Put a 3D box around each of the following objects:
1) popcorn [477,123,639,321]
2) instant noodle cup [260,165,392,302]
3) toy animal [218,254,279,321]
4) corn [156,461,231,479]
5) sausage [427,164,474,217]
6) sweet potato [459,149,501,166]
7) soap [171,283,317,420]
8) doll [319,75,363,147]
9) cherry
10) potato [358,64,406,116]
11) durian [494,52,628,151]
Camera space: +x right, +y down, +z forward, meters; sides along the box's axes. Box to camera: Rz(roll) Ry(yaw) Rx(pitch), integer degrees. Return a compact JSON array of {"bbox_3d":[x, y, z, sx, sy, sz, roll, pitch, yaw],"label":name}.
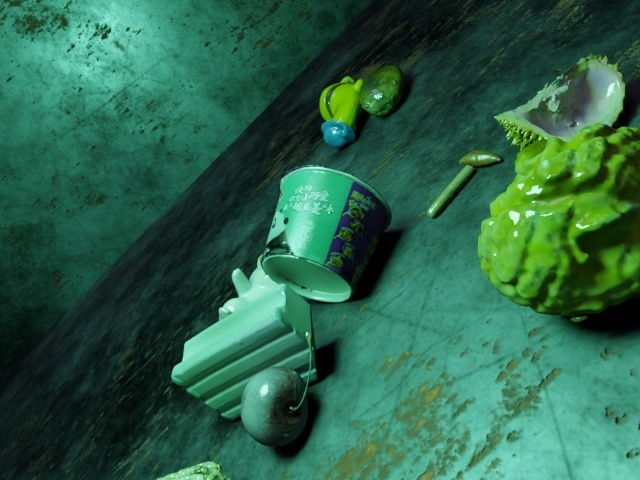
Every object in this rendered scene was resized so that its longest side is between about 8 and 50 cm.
[{"bbox_3d":[0.303,-0.018,0.651,0.251,0.206,0.236,150,139,-68],"label":"popcorn"},{"bbox_3d":[0.000,0.000,1.060,0.251,0.251,0.190,-14,48,49],"label":"instant noodle cup"},{"bbox_3d":[-0.123,0.106,1.182,0.138,0.141,0.282,95,-163,-61],"label":"toy animal"},{"bbox_3d":[-0.244,0.445,0.923,0.211,0.087,0.087,-26,31,34],"label":"corn"},{"bbox_3d":[0.259,-0.098,1.041,0.132,0.024,0.024,-48,25,-8],"label":"sausage"},{"bbox_3d":[0.318,-0.163,1.038,0.095,0.034,0.034,9,58,49],"label":"sweet potato"},{"bbox_3d":[-0.124,0.216,0.979,0.290,0.173,0.095,-33,27,27],"label":"soap"},{"bbox_3d":[0.072,-0.430,1.700,0.199,0.145,0.363,-51,22,32],"label":"doll"},{"bbox_3d":[-0.076,0.249,0.893,0.148,0.115,0.188,99,175,-78],"label":"cherry"},{"bbox_3d":[0.189,-0.468,1.609,0.149,0.113,0.251,-27,31,33],"label":"potato"},{"bbox_3d":[0.402,-0.211,0.869,0.165,0.132,0.182,5,43,46],"label":"durian"}]
